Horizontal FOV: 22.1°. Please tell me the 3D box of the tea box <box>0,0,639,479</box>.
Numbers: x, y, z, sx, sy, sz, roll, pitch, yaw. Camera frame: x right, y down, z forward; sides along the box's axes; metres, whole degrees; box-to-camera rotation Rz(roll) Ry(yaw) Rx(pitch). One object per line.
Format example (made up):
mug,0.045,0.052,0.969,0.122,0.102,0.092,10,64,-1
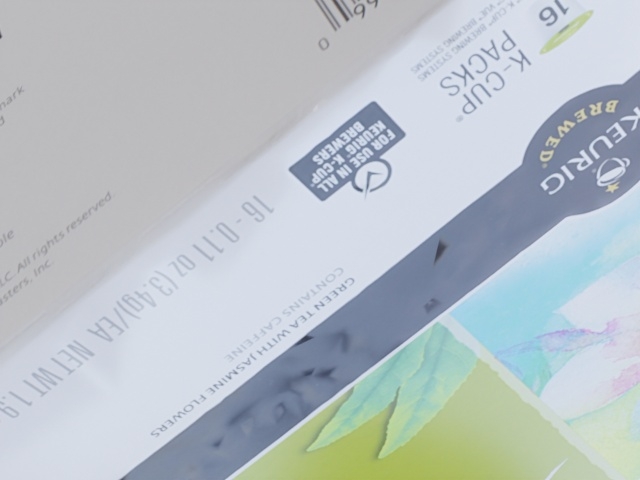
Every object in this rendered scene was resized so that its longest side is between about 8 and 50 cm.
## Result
tea box,0.000,0.000,0.679,0.323,0.329,0.220,40,15,-45
